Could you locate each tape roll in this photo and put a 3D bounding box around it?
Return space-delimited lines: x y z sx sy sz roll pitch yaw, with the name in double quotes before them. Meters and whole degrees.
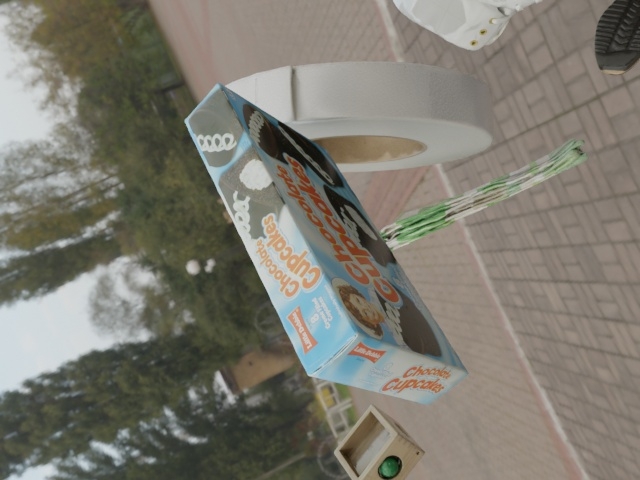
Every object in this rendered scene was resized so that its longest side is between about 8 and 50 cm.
"tape roll" 0.043 -0.158 1.030 0.392 0.391 0.072 150 119 -83

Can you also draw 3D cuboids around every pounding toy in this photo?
"pounding toy" 0.108 0.383 1.265 0.100 0.130 0.141 39 179 -25

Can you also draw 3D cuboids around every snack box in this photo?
"snack box" 0.000 0.000 0.710 0.187 0.060 0.322 25 -152 -49

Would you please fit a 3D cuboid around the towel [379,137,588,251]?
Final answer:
"towel" 0.250 -0.077 1.155 0.038 0.324 0.248 64 -162 -1

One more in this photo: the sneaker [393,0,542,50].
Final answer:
"sneaker" 0.216 -0.270 0.747 0.169 0.292 0.108 93 -168 -56

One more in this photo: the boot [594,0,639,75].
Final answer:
"boot" 0.422 -0.267 0.984 0.076 0.198 0.137 18 159 31
